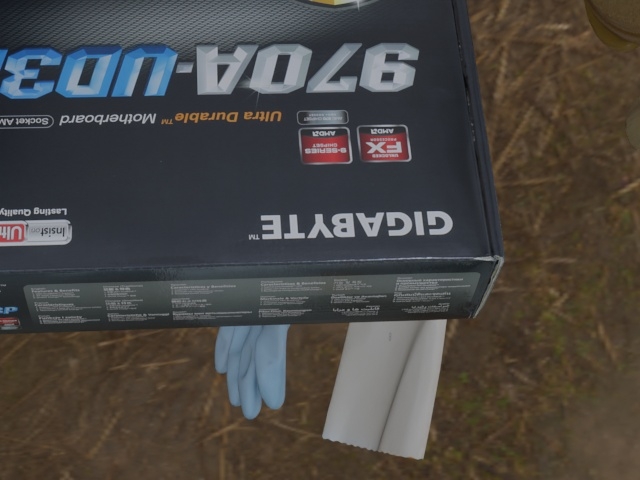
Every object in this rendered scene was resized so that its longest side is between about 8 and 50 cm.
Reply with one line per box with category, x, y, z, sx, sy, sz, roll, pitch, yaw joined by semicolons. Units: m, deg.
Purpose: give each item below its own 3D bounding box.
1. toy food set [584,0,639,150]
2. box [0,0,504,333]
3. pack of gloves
toy food set;0.165;-0.149;0.599;0.038;0.132;0.192;3;60;-33
box;-0.052;-0.054;0.494;0.220;0.051;0.175;-1;60;-5
pack of gloves;0.000;0.000;0.774;0.046;0.195;0.232;18;80;-41
